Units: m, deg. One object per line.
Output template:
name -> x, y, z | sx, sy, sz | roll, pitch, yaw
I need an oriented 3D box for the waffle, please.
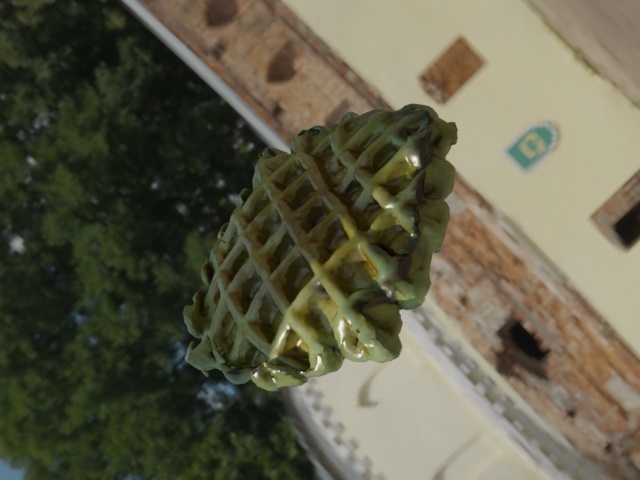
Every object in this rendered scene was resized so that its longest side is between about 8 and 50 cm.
waffle -> 0.000, 0.000, 0.754 | 0.054, 0.208, 0.214 | 38, -123, -29
